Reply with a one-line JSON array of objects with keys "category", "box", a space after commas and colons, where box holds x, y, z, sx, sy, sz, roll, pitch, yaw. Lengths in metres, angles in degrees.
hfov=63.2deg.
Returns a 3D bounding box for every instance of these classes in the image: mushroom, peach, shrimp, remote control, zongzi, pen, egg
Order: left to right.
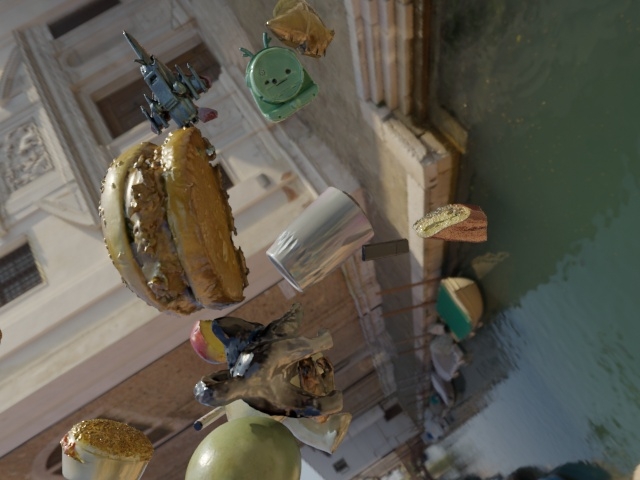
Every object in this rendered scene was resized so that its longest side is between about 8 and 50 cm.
[{"category": "peach", "box": [-0.327, 0.307, 1.567, 0.151, 0.118, 0.151, -20, -90, -89]}, {"category": "pen", "box": [-0.316, 0.530, 1.602, 0.033, 0.033, 0.269, 57, -168, 10]}, {"category": "egg", "box": [-0.144, 0.474, 1.070, 0.218, 0.218, 0.295, 56, -159, 12]}, {"category": "mushroom", "box": [-0.099, 0.409, 1.440, 0.356, 0.315, 0.315, -7, 125, 38]}, {"category": "zongzi", "box": [-0.084, -0.530, 1.240, 0.197, 0.099, 0.194, 1, -134, -43]}, {"category": "shrimp", "box": [-0.004, 0.338, 1.239, 0.249, 0.068, 0.150, 72, -154, -48]}, {"category": "remote control", "box": [0.238, 0.033, 1.888, 0.025, 0.245, 0.063, 3, 99, 49]}]

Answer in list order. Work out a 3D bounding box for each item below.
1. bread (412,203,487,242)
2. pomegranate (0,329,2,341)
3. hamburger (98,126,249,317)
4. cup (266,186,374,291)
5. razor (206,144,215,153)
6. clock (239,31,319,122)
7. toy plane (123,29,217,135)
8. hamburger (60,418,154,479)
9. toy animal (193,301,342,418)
[{"category": "bread", "box": [0.324, -0.043, 1.203, 0.119, 0.192, 0.067, 128, 140, -49]}, {"category": "pomegranate", "box": [-1.134, 0.279, 1.515, 0.412, 0.411, 0.411, 57, 175, 8]}, {"category": "hamburger", "box": [-0.347, -0.020, 1.162, 0.287, 0.268, 0.446, -61, -41, -79]}, {"category": "cup", "box": [0.000, 0.000, 1.941, 0.253, 0.371, 0.253, 45, 169, 11]}, {"category": "razor", "box": [-0.410, -0.230, 1.488, 0.106, 0.231, 0.068, -86, -20, -55]}, {"category": "clock", "box": [-0.116, -0.420, 1.329, 0.211, 0.159, 0.066, 55, 175, -12]}, {"category": "toy plane", "box": [-0.419, -0.416, 1.366, 0.326, 0.223, 0.104, 51, -162, -12]}, {"category": "hamburger", "box": [-0.697, 0.684, 1.700, 0.294, 0.179, 0.276, 15, 169, -14]}, {"category": "toy animal", "box": [-0.141, 0.267, 1.173, 0.344, 0.302, 0.194, -161, 65, -71]}]
